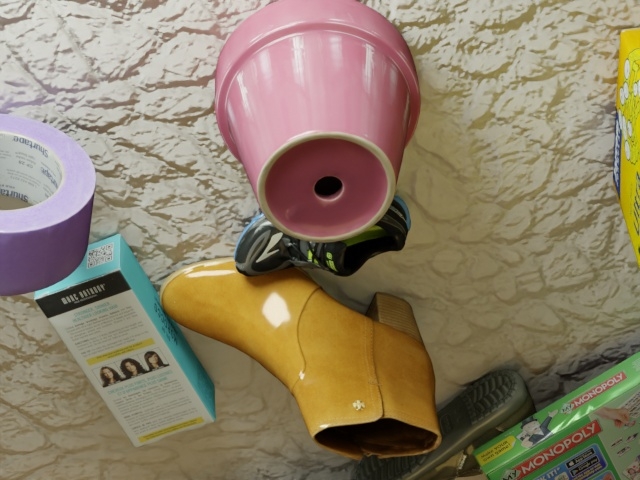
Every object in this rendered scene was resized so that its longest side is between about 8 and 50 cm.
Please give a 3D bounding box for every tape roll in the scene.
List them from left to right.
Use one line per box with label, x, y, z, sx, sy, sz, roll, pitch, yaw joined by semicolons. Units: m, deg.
tape roll;-0.312;-0.037;1.727;0.189;0.189;0.080;6;127;-9

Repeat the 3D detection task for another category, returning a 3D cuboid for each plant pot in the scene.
plant pot;0.000;-0.103;1.703;0.201;0.180;0.201;-2;128;-3

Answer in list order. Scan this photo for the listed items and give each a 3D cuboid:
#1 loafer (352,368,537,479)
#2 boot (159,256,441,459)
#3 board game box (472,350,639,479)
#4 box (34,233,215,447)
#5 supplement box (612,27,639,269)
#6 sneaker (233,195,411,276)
loafer;0.145;0.246;2.049;0.251;0.094;0.087;-33;120;21
boot;-0.021;0.125;1.865;0.295;0.211;0.104;9;127;-11
board game box;0.351;0.235;2.035;0.317;0.046;0.213;-30;126;0
box;-0.206;0.111;1.936;0.100;0.060;0.244;-19;128;11
supplement box;0.400;-0.031;1.675;0.195;0.356;0.194;-4;129;0
sneaker;0.000;0.000;1.851;0.188;0.078;0.067;-12;129;6
